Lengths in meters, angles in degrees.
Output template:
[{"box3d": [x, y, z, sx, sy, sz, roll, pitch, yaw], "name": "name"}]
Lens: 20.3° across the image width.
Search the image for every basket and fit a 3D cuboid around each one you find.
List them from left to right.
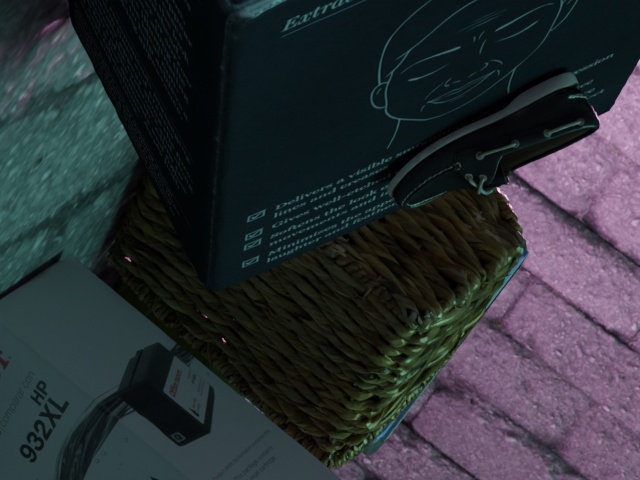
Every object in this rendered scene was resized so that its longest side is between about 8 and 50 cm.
[{"box3d": [0.000, 0.000, 1.551, 0.213, 0.299, 0.223, -38, 163, -43], "name": "basket"}]

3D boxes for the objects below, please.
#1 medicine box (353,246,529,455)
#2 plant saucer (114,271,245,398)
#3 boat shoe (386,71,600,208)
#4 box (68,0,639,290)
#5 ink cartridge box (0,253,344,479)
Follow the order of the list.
[{"box3d": [0.023, 0.034, 1.883, 0.263, 0.289, 0.149, -51, 174, -10], "name": "medicine box"}, {"box3d": [-0.140, 0.090, 1.650, 0.241, 0.241, 0.037, -50, 130, -17], "name": "plant saucer"}, {"box3d": [0.098, -0.048, 1.009, 0.125, 0.038, 0.046, -30, 165, 3], "name": "boat shoe"}, {"box3d": [0.029, -0.173, 0.958, 0.293, 0.212, 0.395, -25, 165, -13], "name": "box"}, {"box3d": [-0.168, 0.201, 1.460, 0.223, 0.307, 0.129, -57, 169, 32], "name": "ink cartridge box"}]
